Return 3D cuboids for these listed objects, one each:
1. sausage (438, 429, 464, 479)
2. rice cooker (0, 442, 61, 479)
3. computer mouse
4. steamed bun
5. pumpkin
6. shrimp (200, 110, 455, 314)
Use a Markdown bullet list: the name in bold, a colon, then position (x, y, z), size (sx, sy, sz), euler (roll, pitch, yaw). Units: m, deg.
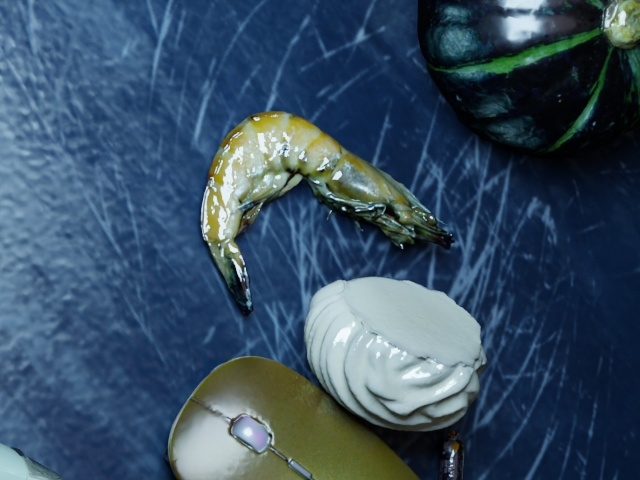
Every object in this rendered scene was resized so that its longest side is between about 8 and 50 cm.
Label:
- **sausage**: position (0.129, 0.287, 1.481), size (0.025, 0.028, 0.198), euler (15, 74, -51)
- **rice cooker**: position (-0.308, 0.209, 1.183), size (0.206, 0.145, 0.127), euler (7, 89, -26)
- **computer mouse**: position (-0.003, 0.241, 1.392), size (0.310, 0.072, 0.158), euler (43, 62, -16)
- **steamed bun**: position (0.068, 0.113, 1.410), size (0.183, 0.183, 0.106), euler (7, 120, -29)
- **pumpkin**: position (0.247, -0.235, 1.498), size (0.315, 0.238, 0.315), euler (-6, 103, -29)
- **shrimp**: position (0.000, 0.000, 1.451), size (0.262, 0.051, 0.198), euler (28, 76, -20)
